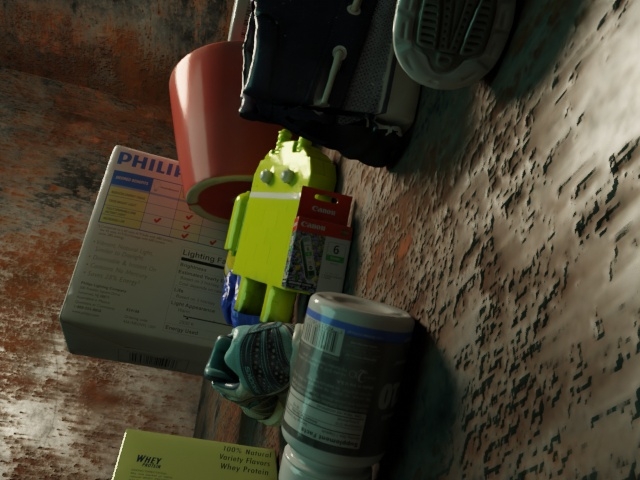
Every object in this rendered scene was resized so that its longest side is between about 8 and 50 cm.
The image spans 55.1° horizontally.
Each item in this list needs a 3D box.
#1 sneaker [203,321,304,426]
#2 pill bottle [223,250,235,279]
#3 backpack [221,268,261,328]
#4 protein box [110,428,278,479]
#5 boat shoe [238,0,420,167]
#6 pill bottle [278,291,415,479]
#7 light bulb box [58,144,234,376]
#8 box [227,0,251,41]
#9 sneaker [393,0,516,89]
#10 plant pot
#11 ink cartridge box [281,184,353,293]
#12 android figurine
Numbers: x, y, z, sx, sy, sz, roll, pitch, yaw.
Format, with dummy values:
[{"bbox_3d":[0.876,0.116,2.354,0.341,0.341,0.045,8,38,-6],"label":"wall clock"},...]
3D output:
[{"bbox_3d":[-0.077,0.150,0.733,0.283,0.122,0.110,123,157,-61],"label":"sneaker"},{"bbox_3d":[-0.098,0.003,1.033,0.103,0.103,0.184,-92,18,-50],"label":"pill bottle"},{"bbox_3d":[-0.105,0.105,0.966,0.098,0.101,0.120,80,-173,-47],"label":"backpack"},{"bbox_3d":[-0.157,0.351,0.718,0.201,0.199,0.136,-108,32,-68],"label":"protein box"},{"bbox_3d":[0.020,-0.248,0.581,0.127,0.158,0.341,137,143,-70],"label":"boat shoe"},{"bbox_3d":[0.016,0.111,0.437,0.078,0.078,0.137,-152,74,-78],"label":"pill bottle"},{"bbox_3d":[-0.279,0.056,1.219,0.225,0.358,0.361,125,155,-59],"label":"light bulb box"},{"bbox_3d":[-0.068,-0.412,1.123,0.119,0.182,0.181,-95,20,-50],"label":"box"},{"bbox_3d":[0.093,-0.222,0.392,0.115,0.090,0.232,-95,21,-65],"label":"sneaker"},{"bbox_3d":[-0.142,-0.175,1.110,0.275,0.275,0.243,125,145,-62],"label":"plant pot"},{"bbox_3d":[0.000,0.000,0.663,0.029,0.062,0.115,160,121,-78],"label":"ink cartridge box"},{"bbox_3d":[-0.057,-0.024,0.851,0.248,0.056,0.273,12,90,58],"label":"android figurine"}]
